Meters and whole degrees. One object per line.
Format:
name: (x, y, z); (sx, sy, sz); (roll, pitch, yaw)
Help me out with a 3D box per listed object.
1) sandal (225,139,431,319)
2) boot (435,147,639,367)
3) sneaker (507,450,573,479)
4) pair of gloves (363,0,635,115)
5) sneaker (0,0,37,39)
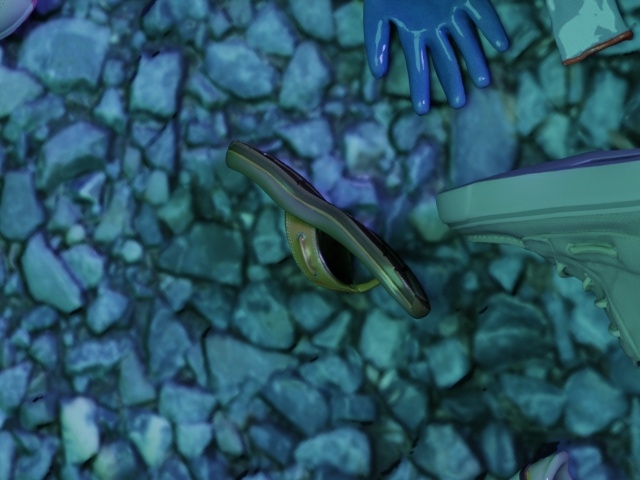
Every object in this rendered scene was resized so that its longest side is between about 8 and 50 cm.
sandal: (0.000, 0.000, 1.137); (0.180, 0.072, 0.049); (38, 94, 25)
boot: (0.160, 0.014, 1.013); (0.258, 0.095, 0.123); (-4, 100, 62)
sneaker: (0.172, 0.214, 1.067); (0.185, 0.069, 0.084); (49, 114, 14)
pair of gloves: (0.109, -0.173, 1.115); (0.198, 0.023, 0.159); (-19, 84, 24)
sneaker: (-0.313, -0.194, 1.250); (0.252, 0.111, 0.103); (9, 94, 23)
